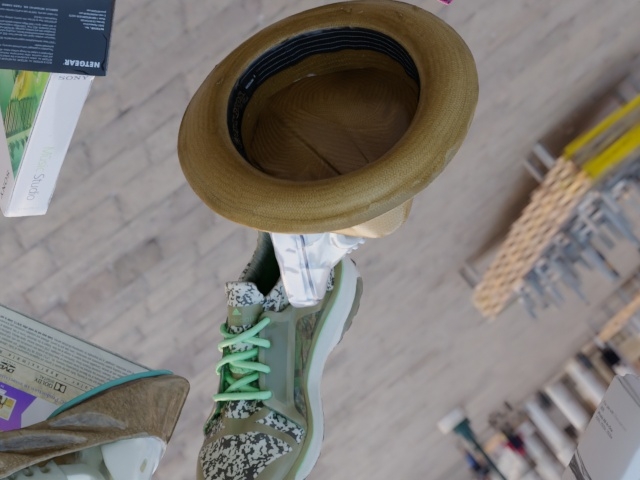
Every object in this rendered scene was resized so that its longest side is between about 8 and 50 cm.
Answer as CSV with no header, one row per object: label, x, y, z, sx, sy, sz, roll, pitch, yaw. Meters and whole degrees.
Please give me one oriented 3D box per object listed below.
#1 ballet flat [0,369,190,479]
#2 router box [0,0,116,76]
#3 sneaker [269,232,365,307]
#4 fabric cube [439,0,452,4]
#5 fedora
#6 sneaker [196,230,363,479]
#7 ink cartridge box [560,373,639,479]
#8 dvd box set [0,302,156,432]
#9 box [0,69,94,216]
ballet flat,-0.226,0.203,1.095,0.342,0.124,0.116,-9,139,-46
router box,-0.366,-0.213,1.127,0.309,0.243,0.081,1,108,-32
sneaker,0.000,0.000,1.260,0.091,0.094,0.258,-14,163,-1
fabric cube,0.097,-0.501,1.629,0.259,0.258,0.254,19,119,-38
fedora,0.010,-0.060,0.775,0.194,0.194,0.079,-37,136,-10
sneaker,-0.082,0.131,1.542,0.158,0.182,0.410,-9,-134,29
ink cartridge box,0.408,0.334,1.605,0.121,0.211,0.289,-114,-137,-66
dvd box set,-0.337,0.265,1.195,0.062,0.308,0.420,-33,-145,60
box,-0.356,-0.220,1.470,0.058,0.322,0.232,-7,143,-35
